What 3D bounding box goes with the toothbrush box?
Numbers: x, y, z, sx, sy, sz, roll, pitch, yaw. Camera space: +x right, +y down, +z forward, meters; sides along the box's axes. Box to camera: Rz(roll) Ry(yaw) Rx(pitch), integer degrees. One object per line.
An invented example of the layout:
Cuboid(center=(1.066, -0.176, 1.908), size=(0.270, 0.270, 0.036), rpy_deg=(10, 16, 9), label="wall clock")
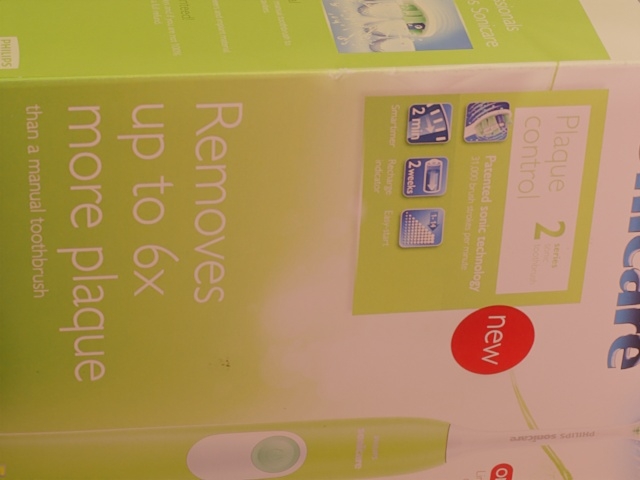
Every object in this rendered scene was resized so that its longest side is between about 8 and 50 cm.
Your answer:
Cuboid(center=(0.000, 0.000, 0.726), size=(0.283, 0.206, 0.122), rpy_deg=(-2, 34, -10), label="toothbrush box")
